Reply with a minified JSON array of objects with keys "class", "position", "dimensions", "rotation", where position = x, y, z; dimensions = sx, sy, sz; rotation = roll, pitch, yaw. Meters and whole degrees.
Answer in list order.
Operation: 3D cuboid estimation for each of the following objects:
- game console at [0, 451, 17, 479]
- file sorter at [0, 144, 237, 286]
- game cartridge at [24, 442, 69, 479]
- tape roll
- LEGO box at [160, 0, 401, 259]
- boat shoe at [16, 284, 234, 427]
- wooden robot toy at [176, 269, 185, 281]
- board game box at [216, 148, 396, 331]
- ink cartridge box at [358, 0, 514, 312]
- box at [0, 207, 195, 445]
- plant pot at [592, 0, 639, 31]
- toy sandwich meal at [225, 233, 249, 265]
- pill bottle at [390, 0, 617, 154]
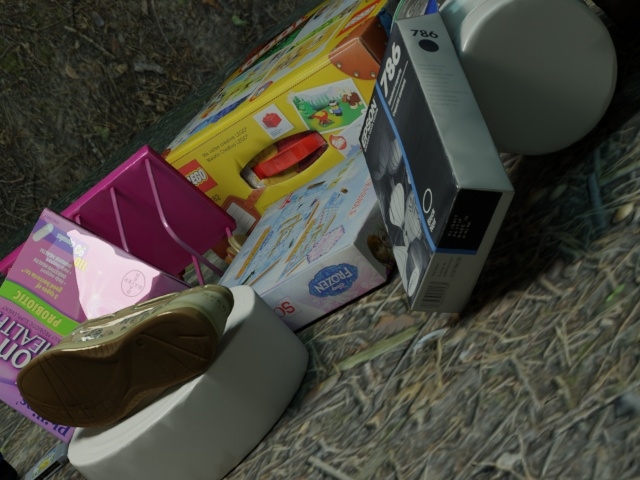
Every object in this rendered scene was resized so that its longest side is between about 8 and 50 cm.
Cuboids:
[{"class":"game console","position":[-0.583,0.383,1.965],"dimensions":[0.250,0.173,0.293],"rotation":[-24,23,49]},{"class":"file sorter","position":[-0.276,0.057,2.000],"dimensions":[0.290,0.202,0.182],"rotation":[-37,40,14]},{"class":"game cartridge","position":[-0.380,0.315,1.956],"dimensions":[0.083,0.017,0.056],"rotation":[-40,11,5]},{"class":"tape roll","position":[-0.151,0.182,1.595],"dimensions":[0.286,0.100,0.286],"rotation":[-39,16,13]},{"class":"LEGO box","position":[0.025,-0.223,2.106],"dimensions":[0.500,0.193,0.372],"rotation":[-27,21,44]},{"class":"boat shoe","position":[-0.211,0.126,1.536],"dimensions":[0.285,0.105,0.089],"rotation":[-20,20,31]},{"class":"wooden robot toy","position":[-0.243,0.084,2.191],"dimensions":[0.076,0.079,0.173],"rotation":[-7,49,6]},{"class":"board game box","position":[0.000,0.000,1.787],"dimensions":[0.318,0.066,0.319],"rotation":[-30,19,38]},{"class":"ink cartridge box","position":[0.103,-0.100,1.429],"dimensions":[0.333,0.065,0.165],"rotation":[-103,22,-46]},{"class":"box","position":[-0.307,0.117,1.798],"dimensions":[0.213,0.117,0.243],"rotation":[27,87,29]},{"class":"plant pot","position":[0.378,-0.350,1.673],"dimensions":[0.165,0.167,0.167],"rotation":[-46,13,16]},{"class":"toy sandwich meal","position":[-0.099,0.022,1.972],"dimensions":[0.029,0.085,0.085],"rotation":[-61,10,16]},{"class":"pill bottle","position":[0.204,-0.213,1.612],"dimensions":[0.204,0.204,0.361],"rotation":[-41,15,4]}]
